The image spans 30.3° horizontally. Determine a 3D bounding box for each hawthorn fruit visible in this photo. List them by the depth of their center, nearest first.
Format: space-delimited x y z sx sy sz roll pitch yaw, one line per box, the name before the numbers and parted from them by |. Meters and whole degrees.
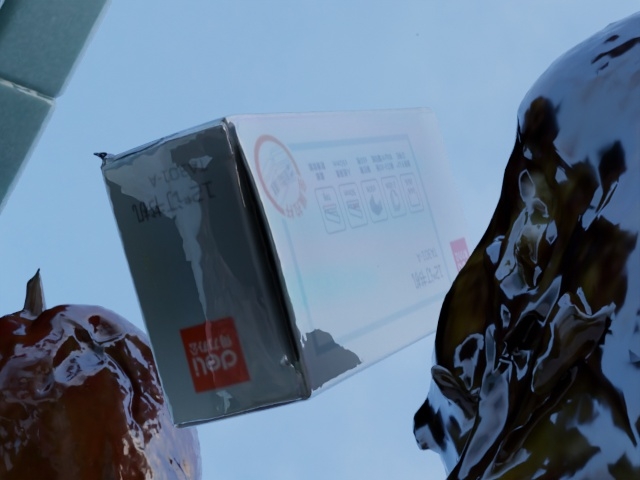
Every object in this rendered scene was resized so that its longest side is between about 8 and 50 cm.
hawthorn fruit | -0.155 0.131 0.698 0.173 0.173 0.179 -26 -56 9

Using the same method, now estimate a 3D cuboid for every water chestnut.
water chestnut | 0.147 0.082 0.439 0.346 0.335 0.335 -9 -81 -8

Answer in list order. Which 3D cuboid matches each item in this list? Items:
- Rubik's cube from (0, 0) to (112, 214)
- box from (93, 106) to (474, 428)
Rubik's cube | -0.399 -0.162 0.853 0.318 0.321 0.316 40 -75 39
box | 0.000 0.000 0.632 0.079 0.269 0.135 -17 -90 26
